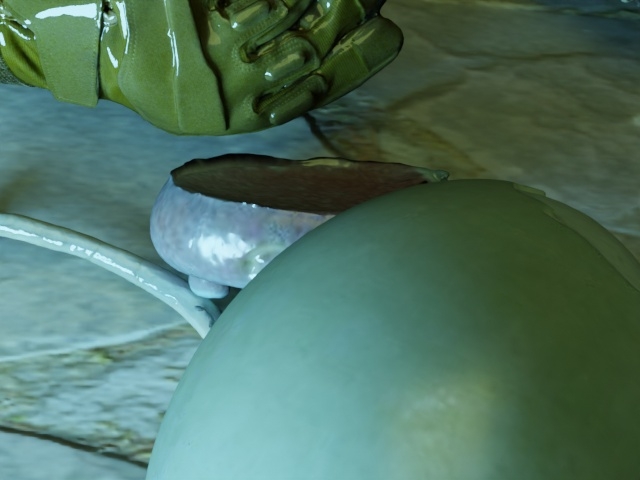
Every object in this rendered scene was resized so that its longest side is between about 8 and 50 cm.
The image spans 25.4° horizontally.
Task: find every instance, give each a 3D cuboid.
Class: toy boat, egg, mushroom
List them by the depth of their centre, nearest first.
[{"bbox_3d":[0.068,0.109,0.759,0.278,0.278,0.336,29,58,14],"label":"egg"},{"bbox_3d":[-0.120,0.043,0.939,0.306,0.043,0.068,28,72,12],"label":"mushroom"},{"bbox_3d":[0.000,0.000,0.941,0.227,0.085,0.155,1,19,-17],"label":"toy boat"}]

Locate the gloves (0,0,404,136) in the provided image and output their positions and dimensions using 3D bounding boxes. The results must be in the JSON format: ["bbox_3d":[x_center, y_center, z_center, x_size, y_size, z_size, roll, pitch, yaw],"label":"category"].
[{"bbox_3d":[-0.106,-0.150,1.010,0.331,0.154,0.141,5,38,4],"label":"gloves"}]

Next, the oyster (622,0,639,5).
[{"bbox_3d":[0.343,-0.253,1.166,0.351,0.115,0.238,-6,46,-17],"label":"oyster"}]
